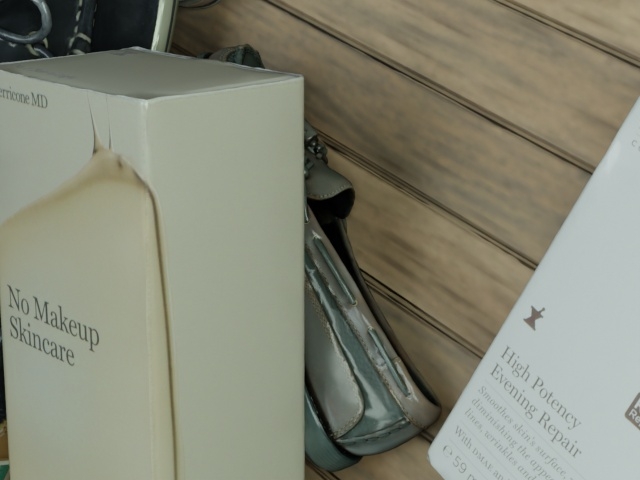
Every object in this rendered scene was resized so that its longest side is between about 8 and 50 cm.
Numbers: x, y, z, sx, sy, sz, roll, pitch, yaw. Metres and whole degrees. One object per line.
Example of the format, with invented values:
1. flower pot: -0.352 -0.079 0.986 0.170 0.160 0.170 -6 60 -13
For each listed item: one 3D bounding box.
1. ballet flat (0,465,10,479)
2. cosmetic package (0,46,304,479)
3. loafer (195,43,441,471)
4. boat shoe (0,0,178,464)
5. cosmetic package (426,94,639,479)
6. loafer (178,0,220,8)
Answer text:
1. ballet flat: -0.362 0.078 1.224 0.400 0.139 0.139 37 114 33
2. cosmetic package: -0.097 0.055 0.852 0.160 0.113 0.309 15 112 46
3. loafer: 0.000 0.000 0.901 0.084 0.096 0.267 -21 80 21
4. boat shoe: -0.209 -0.105 0.962 0.187 0.156 0.500 5 86 29
5. cosmetic package: 0.160 0.052 0.735 0.117 0.085 0.231 43 119 35
6. loafer: -0.071 -0.181 0.993 0.125 0.039 0.045 -2 88 44
